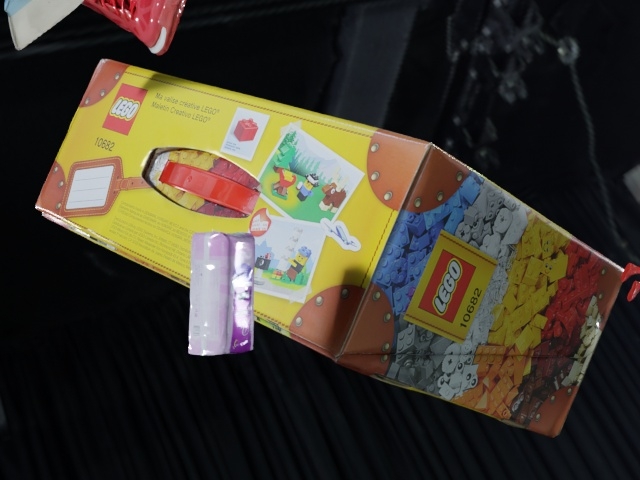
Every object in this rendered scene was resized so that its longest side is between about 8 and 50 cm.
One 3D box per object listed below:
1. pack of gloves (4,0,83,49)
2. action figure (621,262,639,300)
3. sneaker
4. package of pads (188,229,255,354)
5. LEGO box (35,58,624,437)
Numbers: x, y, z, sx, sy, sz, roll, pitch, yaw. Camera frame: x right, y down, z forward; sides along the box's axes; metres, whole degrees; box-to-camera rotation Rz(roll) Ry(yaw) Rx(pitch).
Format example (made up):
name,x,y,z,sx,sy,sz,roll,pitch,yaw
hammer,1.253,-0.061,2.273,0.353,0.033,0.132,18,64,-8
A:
name,x,y,z,sx,sy,sz,roll,pitch,yaw
pack of gloves,-0.207,-0.265,0.880,0.195,0.046,0.232,-39,1,-9
action figure,0.310,0.045,0.876,0.115,0.038,0.030,9,-54,-8
sneaker,-0.232,-0.273,1.185,0.128,0.221,0.087,19,-90,-22
package of pads,-0.065,0.035,0.699,0.032,0.083,0.050,2,0,22
LEGO box,0.000,0.000,1.106,0.372,0.500,0.193,26,-93,-46
